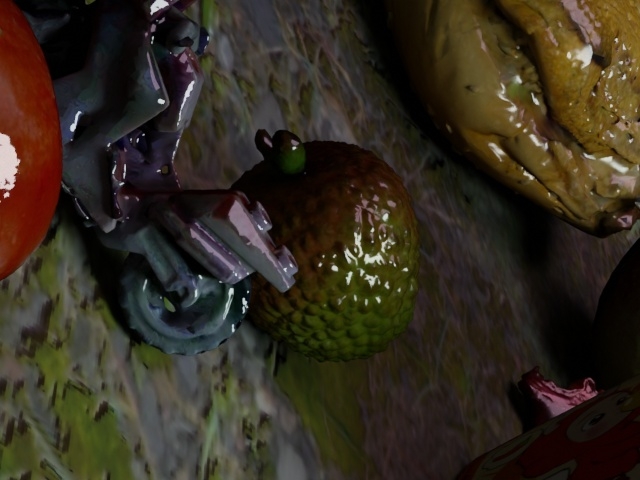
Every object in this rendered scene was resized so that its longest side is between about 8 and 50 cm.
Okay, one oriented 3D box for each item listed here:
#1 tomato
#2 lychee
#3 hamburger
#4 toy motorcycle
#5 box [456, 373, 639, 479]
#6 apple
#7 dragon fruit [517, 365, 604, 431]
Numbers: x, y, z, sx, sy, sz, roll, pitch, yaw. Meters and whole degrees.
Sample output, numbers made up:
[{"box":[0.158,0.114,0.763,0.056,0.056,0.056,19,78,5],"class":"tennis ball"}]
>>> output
[{"box":[-0.175,-0.074,0.850,0.174,0.082,0.166,26,42,-54],"class":"tomato"},{"box":[0.000,0.000,1.060,0.114,0.114,0.146,-76,144,-57],"class":"lychee"},{"box":[0.172,-0.152,1.487,0.290,0.170,0.314,35,35,-37],"class":"hamburger"},{"box":[-0.081,-0.053,0.963,0.213,0.122,0.082,60,11,-3],"class":"toy motorcycle"},{"box":[0.228,0.190,1.076,0.214,0.283,0.259,53,25,-11],"class":"box"},{"box":[0.282,0.073,1.436,0.188,0.173,0.207,-101,-176,-71],"class":"apple"},{"box":[0.192,0.132,1.336,0.131,0.063,0.097,58,24,-4],"class":"dragon fruit"}]
